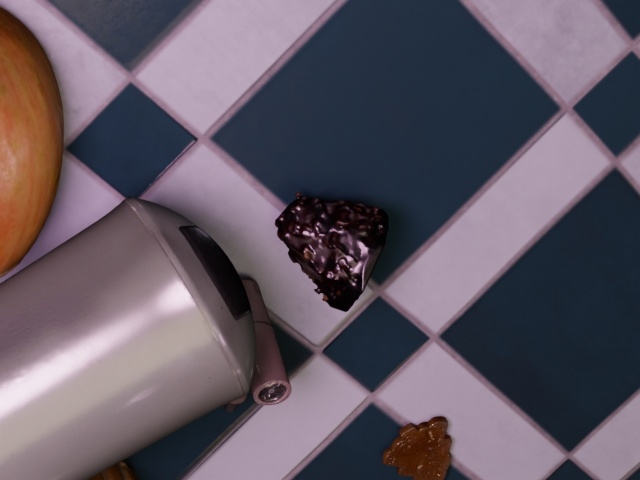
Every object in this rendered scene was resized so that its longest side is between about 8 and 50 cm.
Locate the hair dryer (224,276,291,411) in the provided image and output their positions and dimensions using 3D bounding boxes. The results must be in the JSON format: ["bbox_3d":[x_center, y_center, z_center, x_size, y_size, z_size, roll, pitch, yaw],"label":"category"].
[{"bbox_3d":[-0.105,0.196,1.832,0.054,0.195,0.220,0,131,-20],"label":"hair dryer"}]

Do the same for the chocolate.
[{"bbox_3d":[0.000,0.000,1.788,0.133,0.156,0.156,26,107,-12],"label":"chocolate"}]

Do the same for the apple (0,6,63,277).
[{"bbox_3d":[-0.430,-0.123,1.532,0.252,0.314,0.309,22,115,17],"label":"apple"}]

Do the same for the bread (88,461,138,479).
[{"bbox_3d":[-0.335,0.351,1.791,0.239,0.246,0.111,35,99,-33],"label":"bread"}]

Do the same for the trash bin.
[{"bbox_3d":[-0.287,0.143,1.588,0.432,0.280,0.280,-31,123,-11],"label":"trash bin"}]

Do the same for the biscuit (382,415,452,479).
[{"bbox_3d":[0.159,0.333,2.076,0.119,0.019,0.130,-31,122,-1],"label":"biscuit"}]
